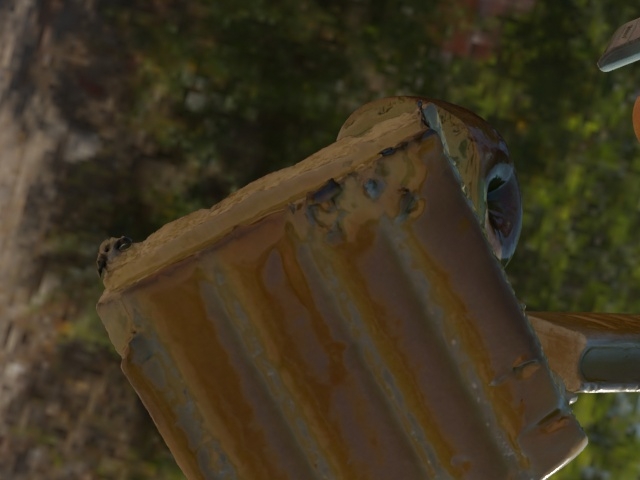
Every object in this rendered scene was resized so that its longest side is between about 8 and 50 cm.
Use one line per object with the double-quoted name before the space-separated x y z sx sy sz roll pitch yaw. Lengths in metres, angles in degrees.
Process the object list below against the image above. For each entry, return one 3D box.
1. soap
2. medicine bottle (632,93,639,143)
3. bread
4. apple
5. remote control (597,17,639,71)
"soap" 0.316 0.120 1.896 0.140 0.232 0.073 18 -78 52
"medicine bottle" 0.416 -0.154 1.783 0.112 0.149 0.222 -50 -175 -28
"bread" 0.014 0.066 1.089 0.246 0.239 0.111 61 5 -13
"apple" 0.106 -0.041 1.746 0.174 0.188 0.207 -27 120 -64
"remote control" 0.342 -0.205 1.671 0.029 0.166 0.065 59 34 -16
